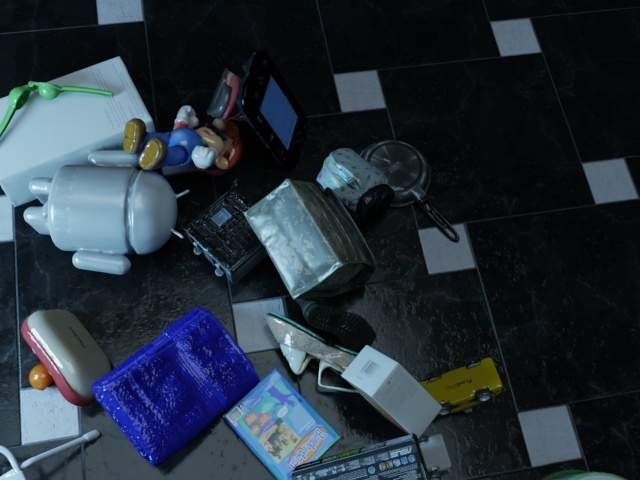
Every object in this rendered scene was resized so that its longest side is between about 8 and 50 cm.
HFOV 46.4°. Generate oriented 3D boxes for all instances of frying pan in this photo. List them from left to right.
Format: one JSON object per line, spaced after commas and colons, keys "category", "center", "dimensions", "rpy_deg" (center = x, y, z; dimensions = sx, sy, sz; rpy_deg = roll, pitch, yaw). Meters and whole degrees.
{"category": "frying pan", "center": [0.208, -0.123, 1.893], "dimensions": [0.197, 0.053, 0.326], "rpy_deg": [-16, 67, -10]}

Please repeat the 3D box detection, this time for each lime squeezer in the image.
{"category": "lime squeezer", "center": [-0.645, -0.322, 1.726], "dimensions": [0.311, 0.059, 0.110], "rpy_deg": [-28, 70, -17]}

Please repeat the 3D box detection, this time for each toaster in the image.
{"category": "toaster", "center": [-0.207, -0.015, 1.772], "dimensions": [0.168, 0.110, 0.186], "rpy_deg": [43, 71, 11]}

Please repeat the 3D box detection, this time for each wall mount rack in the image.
{"category": "wall mount rack", "center": [-0.551, 0.548, 1.504], "dimensions": [0.304, 0.130, 0.350], "rpy_deg": [-30, 73, -12]}

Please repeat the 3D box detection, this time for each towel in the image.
{"category": "towel", "center": [-0.302, 0.303, 1.604], "dimensions": [0.308, 0.076, 0.227], "rpy_deg": [-37, 81, -32]}

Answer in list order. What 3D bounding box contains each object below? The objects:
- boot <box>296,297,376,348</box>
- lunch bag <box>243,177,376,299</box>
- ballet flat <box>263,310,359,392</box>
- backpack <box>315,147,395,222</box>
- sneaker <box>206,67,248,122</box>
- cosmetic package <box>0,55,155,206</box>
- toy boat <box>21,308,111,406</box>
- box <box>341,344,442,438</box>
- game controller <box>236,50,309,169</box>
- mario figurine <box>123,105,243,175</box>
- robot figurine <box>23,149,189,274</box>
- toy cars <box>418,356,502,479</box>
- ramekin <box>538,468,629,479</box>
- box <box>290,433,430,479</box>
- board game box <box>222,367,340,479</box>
{"category": "boot", "center": [0.030, 0.171, 1.740], "dimensions": [0.198, 0.137, 0.076], "rpy_deg": [34, 94, -29]}
{"category": "lunch bag", "center": [0.000, 0.000, 1.705], "dimensions": [0.169, 0.287, 0.235], "rpy_deg": [-36, 74, 19]}
{"category": "ballet flat", "center": [-0.002, 0.267, 1.680], "dimensions": [0.316, 0.107, 0.106], "rpy_deg": [25, 78, 6]}
{"category": "backpack", "center": [0.082, -0.139, 1.825], "dimensions": [0.182, 0.115, 0.152], "rpy_deg": [41, 30, 21]}
{"category": "sneaker", "center": [-0.187, -0.344, 1.828], "dimensions": [0.136, 0.314, 0.115], "rpy_deg": [24, 103, -6]}
{"category": "cosmetic package", "center": [-0.617, -0.267, 1.819], "dimensions": [0.385, 0.156, 0.217], "rpy_deg": [-23, 71, -13]}
{"category": "toy boat", "center": [-0.571, 0.269, 1.623], "dimensions": [0.151, 0.151, 0.231], "rpy_deg": [-45, 75, 11]}
{"category": "box", "center": [0.151, 0.322, 1.589], "dimensions": [0.091, 0.130, 0.170], "rpy_deg": [-49, 117, -12]}
{"category": "game controller", "center": [-0.110, -0.307, 1.804], "dimensions": [0.067, 0.319, 0.166], "rpy_deg": [-3, 64, 21]}
{"category": "mario figurine", "center": [-0.301, -0.250, 1.773], "dimensions": [0.321, 0.170, 0.198], "rpy_deg": [-10, 80, -55]}
{"category": "robot figurine", "center": [-0.485, -0.069, 1.717], "dimensions": [0.354, 0.200, 0.299], "rpy_deg": [2, 77, -2]}
{"category": "toy cars", "center": [0.255, 0.418, 1.643], "dimensions": [0.177, 0.087, 0.393], "rpy_deg": [22, 64, 41]}
{"category": "ramekin", "center": [0.570, 0.627, 1.552], "dimensions": [0.304, 0.148, 0.303], "rpy_deg": [2, 67, -4]}
{"category": "box", "center": [0.098, 0.537, 1.525], "dimensions": [0.270, 0.060, 0.216], "rpy_deg": [-18, 85, 8]}
{"category": "board game box", "center": [-0.086, 0.412, 1.638], "dimensions": [0.160, 0.047, 0.210], "rpy_deg": [-40, 76, -19]}
